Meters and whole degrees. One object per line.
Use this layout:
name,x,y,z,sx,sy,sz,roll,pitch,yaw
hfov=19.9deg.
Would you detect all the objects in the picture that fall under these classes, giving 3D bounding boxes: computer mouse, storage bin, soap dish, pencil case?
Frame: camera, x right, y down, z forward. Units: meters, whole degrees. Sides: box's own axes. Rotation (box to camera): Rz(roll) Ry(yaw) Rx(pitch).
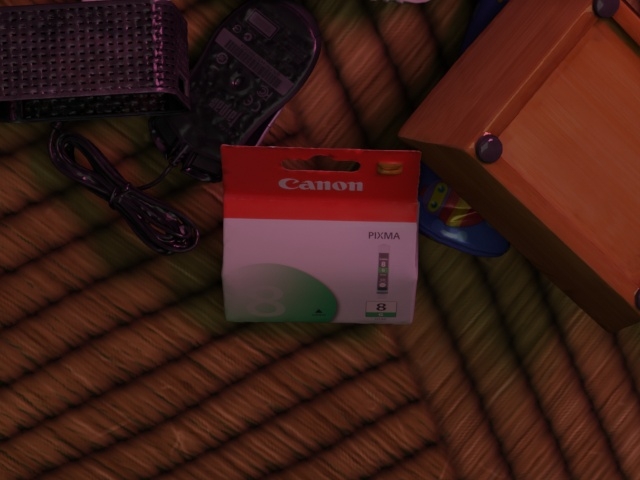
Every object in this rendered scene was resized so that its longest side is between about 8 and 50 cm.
computer mouse,-0.129,-0.133,1.688,0.184,0.060,0.262,34,90,4
storage bin,-0.210,-0.156,1.601,0.180,0.122,0.084,-2,85,4
soap dish,0.247,-0.083,1.614,0.291,0.118,0.229,41,88,-21
pencil case,0.172,-0.131,1.710,0.119,0.133,0.306,24,97,19

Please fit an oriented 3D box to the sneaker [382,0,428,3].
sneaker,0.037,-0.253,1.646,0.235,0.095,0.090,-10,133,-16

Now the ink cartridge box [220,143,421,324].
ink cartridge box,0.000,0.000,1.654,0.181,0.225,0.056,1,59,1
